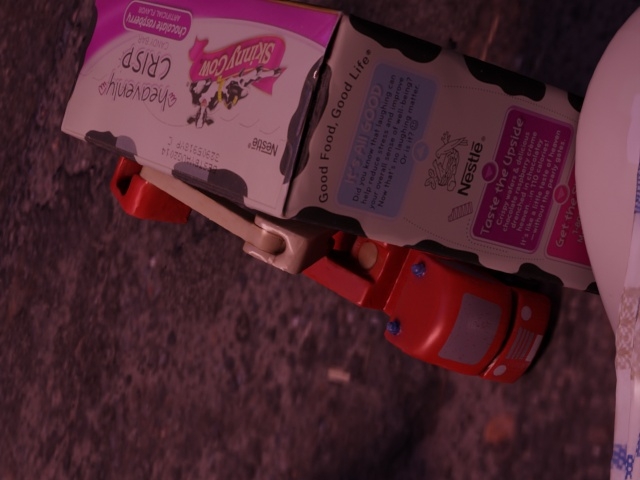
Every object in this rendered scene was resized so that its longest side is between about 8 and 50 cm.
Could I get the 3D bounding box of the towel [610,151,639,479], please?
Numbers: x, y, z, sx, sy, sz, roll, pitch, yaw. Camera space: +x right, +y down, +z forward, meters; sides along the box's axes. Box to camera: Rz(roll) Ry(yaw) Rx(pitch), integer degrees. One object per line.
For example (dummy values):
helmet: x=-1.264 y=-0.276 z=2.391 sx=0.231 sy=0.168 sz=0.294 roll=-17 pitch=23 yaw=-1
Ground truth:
towel: x=0.186 y=0.079 z=0.483 sx=0.209 sy=0.034 sz=0.285 roll=5 pitch=84 yaw=12

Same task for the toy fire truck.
toy fire truck: x=0.000 y=0.000 z=0.757 sx=0.192 sy=0.135 sz=0.047 roll=36 pitch=108 yaw=51

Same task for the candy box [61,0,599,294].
candy box: x=0.042 y=-0.035 z=0.633 sx=0.159 sy=0.233 sz=0.071 roll=22 pitch=97 yaw=52

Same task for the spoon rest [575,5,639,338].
spoon rest: x=0.152 y=0.039 z=0.577 sx=0.084 sy=0.137 sz=0.276 roll=-165 pitch=76 yaw=-79
